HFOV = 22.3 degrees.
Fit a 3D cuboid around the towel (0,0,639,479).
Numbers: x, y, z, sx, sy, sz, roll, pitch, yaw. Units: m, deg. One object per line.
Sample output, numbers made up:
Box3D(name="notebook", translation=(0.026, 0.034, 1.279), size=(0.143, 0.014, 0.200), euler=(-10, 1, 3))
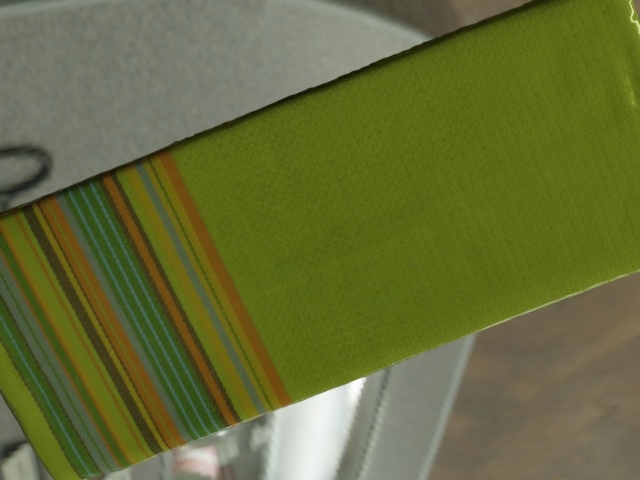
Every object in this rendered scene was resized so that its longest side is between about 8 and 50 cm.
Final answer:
Box3D(name="towel", translation=(0.000, 0.000, 0.525), size=(0.237, 0.021, 0.102), euler=(-21, 114, 7))
